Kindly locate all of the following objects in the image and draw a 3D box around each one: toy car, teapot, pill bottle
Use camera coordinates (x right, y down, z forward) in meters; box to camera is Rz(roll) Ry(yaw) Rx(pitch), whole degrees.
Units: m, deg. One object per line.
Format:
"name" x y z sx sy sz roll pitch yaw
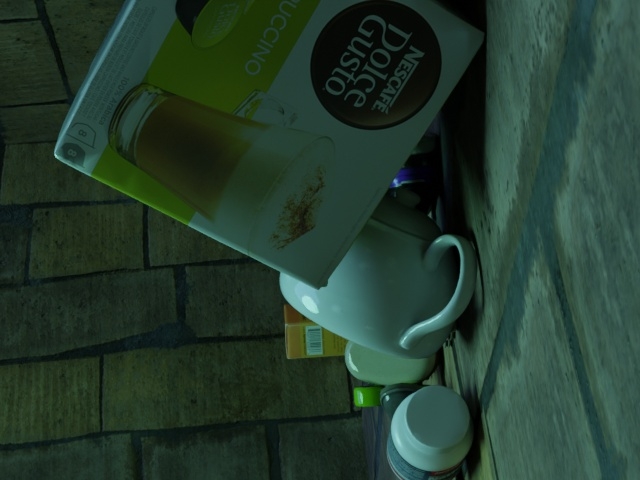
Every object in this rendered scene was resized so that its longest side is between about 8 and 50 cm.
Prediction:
"toy car" 0.138 0.176 1.712 0.188 0.149 0.155 7 -100 -63
"teapot" 0.082 0.024 1.390 0.187 0.256 0.252 -66 -13 11
"pill bottle" 0.143 0.254 1.416 0.180 0.108 0.108 88 176 -66

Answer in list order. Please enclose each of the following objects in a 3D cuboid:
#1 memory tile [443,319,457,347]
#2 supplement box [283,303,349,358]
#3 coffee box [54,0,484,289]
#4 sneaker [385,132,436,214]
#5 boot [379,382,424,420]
"memory tile" 0.171 0.069 1.519 0.113 0.012 0.148 90 174 -67
"supplement box" 0.054 0.152 1.901 0.078 0.233 0.080 -99 7 -64
"coffee box" -0.062 -0.211 1.253 0.337 0.334 0.338 -57 17 18
"sneaker" 0.109 -0.086 1.601 0.293 0.102 0.146 -111 16 -82
"boot" 0.148 0.327 1.538 0.189 0.076 0.208 49 -151 -37
